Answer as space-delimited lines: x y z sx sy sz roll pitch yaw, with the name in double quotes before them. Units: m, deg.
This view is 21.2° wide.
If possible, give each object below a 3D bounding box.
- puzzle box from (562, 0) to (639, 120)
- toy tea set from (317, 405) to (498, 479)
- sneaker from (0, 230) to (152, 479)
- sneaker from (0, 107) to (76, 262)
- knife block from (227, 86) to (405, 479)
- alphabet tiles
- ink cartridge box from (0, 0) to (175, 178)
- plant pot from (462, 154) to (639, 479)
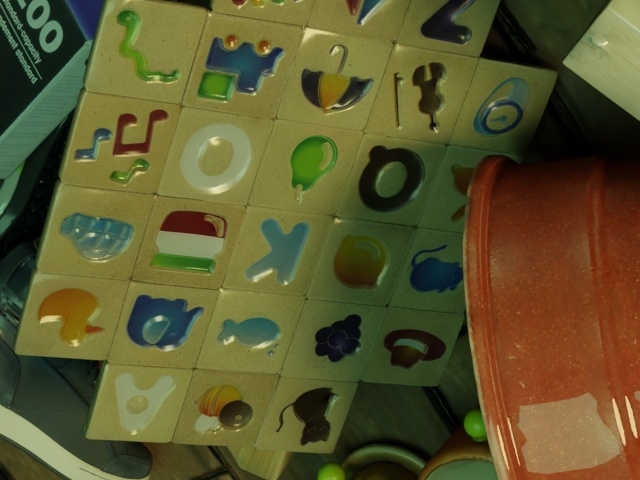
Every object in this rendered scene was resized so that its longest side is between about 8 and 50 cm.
"puzzle box" 0.345 -0.059 0.815 0.409 0.272 0.052 37 148 1
"toy tea set" 0.143 0.260 1.158 0.336 0.124 0.200 47 124 -6
"sneaker" -0.159 0.082 1.214 0.163 0.086 0.226 -50 134 0
"sneaker" -0.212 -0.060 1.181 0.097 0.084 0.235 50 125 18
"knife block" 0.000 0.000 1.101 0.242 0.088 0.276 -19 107 31
"alphabet tiles" -0.018 -0.019 1.006 0.285 0.011 0.343 6 118 -26
"ink cartridge box" -0.199 -0.178 1.071 0.208 0.045 0.206 -40 71 33
"plant pot" 0.246 0.058 0.938 0.265 0.272 0.272 -12 112 20
